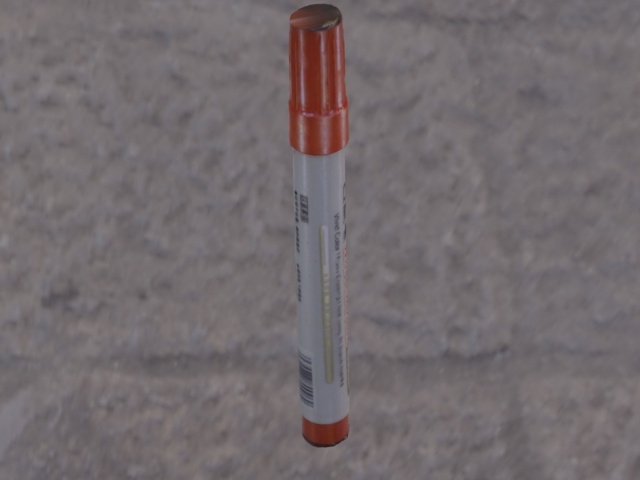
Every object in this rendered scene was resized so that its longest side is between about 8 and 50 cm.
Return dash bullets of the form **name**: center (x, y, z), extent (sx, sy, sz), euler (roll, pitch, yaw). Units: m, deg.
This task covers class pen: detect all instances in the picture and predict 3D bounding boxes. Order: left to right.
- **pen**: center (0.000, 0.000, 0.839), extent (0.028, 0.239, 0.028), euler (-1, 34, 0)
